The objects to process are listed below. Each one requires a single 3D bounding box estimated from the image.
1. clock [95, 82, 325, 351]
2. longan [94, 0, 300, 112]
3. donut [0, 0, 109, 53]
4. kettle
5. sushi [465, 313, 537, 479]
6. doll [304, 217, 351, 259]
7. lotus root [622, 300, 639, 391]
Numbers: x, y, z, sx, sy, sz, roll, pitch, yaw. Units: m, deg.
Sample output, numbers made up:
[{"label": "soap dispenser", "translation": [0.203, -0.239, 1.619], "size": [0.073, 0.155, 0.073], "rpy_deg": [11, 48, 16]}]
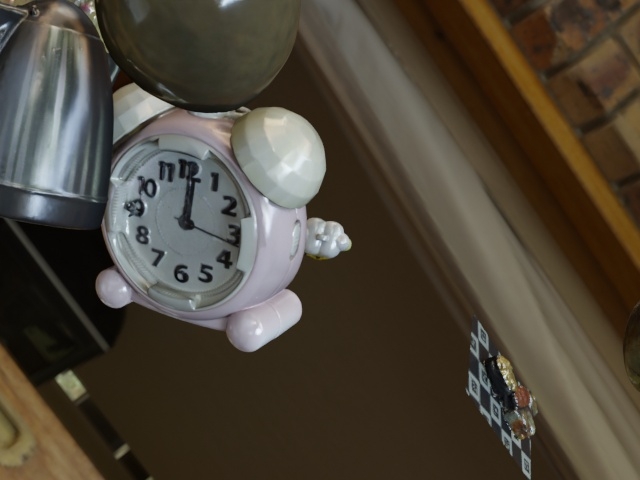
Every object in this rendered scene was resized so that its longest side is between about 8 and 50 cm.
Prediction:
[{"label": "clock", "translation": [-0.161, -0.045, 1.389], "size": [0.342, 0.325, 0.184], "rpy_deg": [12, -155, 18]}, {"label": "longan", "translation": [-0.121, -0.253, 1.010], "size": [0.215, 0.246, 0.246], "rpy_deg": [-3, 163, -40]}, {"label": "donut", "translation": [-0.456, -0.415, 1.786], "size": [0.371, 0.150, 0.307], "rpy_deg": [32, -89, 48]}, {"label": "kettle", "translation": [-0.365, -0.169, 1.220], "size": [0.207, 0.251, 0.271], "rpy_deg": [-151, -105, -76]}, {"label": "sushi", "translation": [0.246, 0.198, 1.282], "size": [0.031, 0.201, 0.139], "rpy_deg": [-18, -143, 27]}, {"label": "doll", "translation": [0.000, 0.000, 1.631], "size": [0.106, 0.062, 0.162], "rpy_deg": [8, 175, -1]}, {"label": "lotus root", "translation": [0.592, 0.167, 1.713], "size": [0.124, 0.123, 0.241], "rpy_deg": [-18, -149, 37]}]
